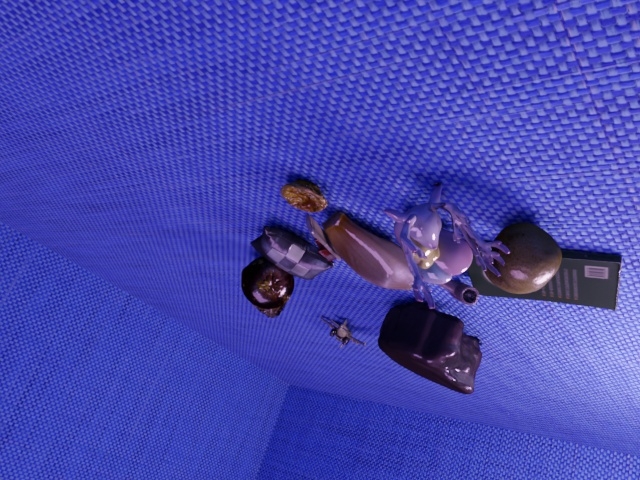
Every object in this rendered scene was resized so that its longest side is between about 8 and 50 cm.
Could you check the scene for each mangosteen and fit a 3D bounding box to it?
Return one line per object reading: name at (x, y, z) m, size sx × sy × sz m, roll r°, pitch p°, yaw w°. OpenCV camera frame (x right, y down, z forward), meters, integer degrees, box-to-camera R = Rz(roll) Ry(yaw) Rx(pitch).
mangosteen at (-0.194, 0.144, 2.057) m, size 0.192 × 0.192 × 0.217 m, roll 27°, pitch 180°, yaw -17°

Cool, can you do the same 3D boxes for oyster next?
oyster at (-0.232, 0.249, 2.405) m, size 0.177 × 0.105 × 0.056 m, roll 39°, pitch 173°, yaw 11°

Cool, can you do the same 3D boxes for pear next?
pear at (0.456, 0.039, 1.298) m, size 0.137 × 0.167 × 0.167 m, roll 19°, pitch 157°, yaw -3°

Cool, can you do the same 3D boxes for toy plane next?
toy plane at (0.100, 0.411, 2.504) m, size 0.229 × 0.092 × 0.244 m, roll 29°, pitch 158°, yaw 20°

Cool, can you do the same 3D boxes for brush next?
brush at (0.000, 0.000, 1.615) m, size 0.050 × 0.060 × 0.321 m, roll -17°, pitch 161°, yaw 10°

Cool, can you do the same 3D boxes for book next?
book at (0.566, 0.090, 1.479) m, size 0.371 × 0.043 × 0.260 m, roll 6°, pitch 151°, yaw 27°

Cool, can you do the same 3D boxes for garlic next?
garlic at (0.137, 0.032, 1.603) m, size 0.318 × 0.112 × 0.143 m, roll 34°, pitch 144°, yaw -14°

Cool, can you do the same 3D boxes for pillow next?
pillow at (-0.094, 0.039, 1.814) m, size 0.250 × 0.106 × 0.186 m, roll 30°, pitch 155°, yaw -12°

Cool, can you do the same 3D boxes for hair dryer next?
hair dryer at (0.337, 0.103, 1.631) m, size 0.220 × 0.053 × 0.195 m, roll 33°, pitch -178°, yaw 3°

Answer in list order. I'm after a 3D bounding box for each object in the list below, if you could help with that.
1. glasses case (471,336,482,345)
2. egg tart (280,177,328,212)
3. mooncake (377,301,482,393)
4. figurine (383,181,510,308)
glasses case at (0.558, 0.370, 2.120) m, size 0.083 × 0.023 × 0.033 m, roll 2°, pitch 156°, yaw 39°
egg tart at (-0.039, -0.120, 1.486) m, size 0.130 × 0.052 × 0.130 m, roll 18°, pitch 158°, yaw 8°
mooncake at (0.383, 0.368, 2.018) m, size 0.351 × 0.212 × 0.381 m, roll 12°, pitch 157°, yaw 29°
figurine at (0.272, 0.012, 1.291) m, size 0.206 × 0.284 × 0.316 m, roll -33°, pitch 153°, yaw 8°
